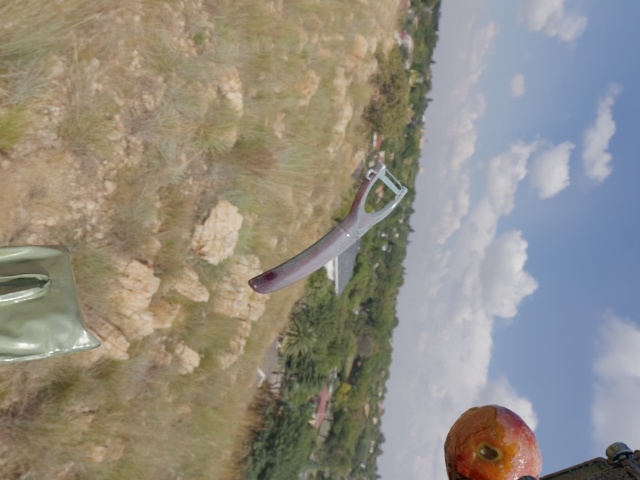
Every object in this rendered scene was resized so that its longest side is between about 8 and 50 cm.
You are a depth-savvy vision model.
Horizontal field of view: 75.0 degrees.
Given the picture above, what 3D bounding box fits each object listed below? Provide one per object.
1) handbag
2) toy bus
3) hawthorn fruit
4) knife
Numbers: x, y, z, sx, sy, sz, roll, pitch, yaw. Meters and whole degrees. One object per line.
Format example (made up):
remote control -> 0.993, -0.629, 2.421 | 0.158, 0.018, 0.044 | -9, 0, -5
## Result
handbag -> -0.591, 0.110, 0.795 | 0.253, 0.315, 0.109 | -6, 133, -38
toy bus -> 0.329, 0.329, 0.506 | 0.081, 0.195, 0.089 | -105, 172, -71
hawthorn fruit -> 0.257, 0.407, 0.701 | 0.285, 0.165, 0.165 | -36, 141, -33
knife -> 0.001, 0.002, 0.600 | 0.123, 0.278, 0.053 | 27, 28, -56
